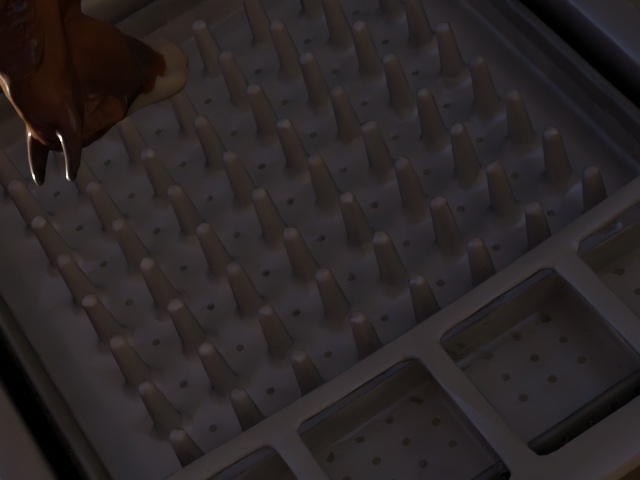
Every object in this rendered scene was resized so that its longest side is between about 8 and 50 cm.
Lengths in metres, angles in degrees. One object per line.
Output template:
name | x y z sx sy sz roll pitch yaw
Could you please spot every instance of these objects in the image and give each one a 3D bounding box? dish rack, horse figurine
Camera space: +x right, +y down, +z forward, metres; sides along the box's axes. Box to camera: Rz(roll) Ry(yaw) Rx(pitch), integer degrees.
dish rack | 0.000 0.000 0.648 0.285 0.072 0.333 -33 50 -8
horse figurine | -0.047 -0.168 0.451 0.066 0.174 0.263 17 125 30
